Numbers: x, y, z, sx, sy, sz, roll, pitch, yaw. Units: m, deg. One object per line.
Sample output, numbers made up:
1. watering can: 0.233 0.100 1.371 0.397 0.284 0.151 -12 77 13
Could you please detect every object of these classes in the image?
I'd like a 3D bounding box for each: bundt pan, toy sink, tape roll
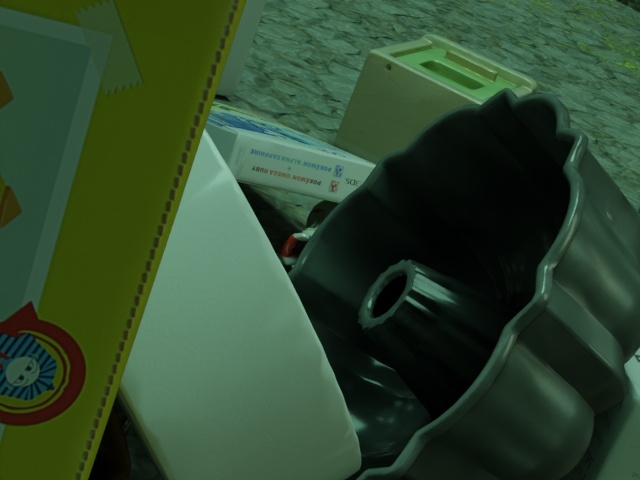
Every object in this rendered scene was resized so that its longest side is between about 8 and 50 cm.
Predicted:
1. bundt pan: 0.085 0.068 1.061 0.124 0.331 0.331 38 14 -22
2. toy sink: 0.146 -0.148 1.871 0.153 0.131 0.234 29 21 19
3. tape roll: -0.089 0.027 0.908 0.100 0.286 0.286 -29 37 -9

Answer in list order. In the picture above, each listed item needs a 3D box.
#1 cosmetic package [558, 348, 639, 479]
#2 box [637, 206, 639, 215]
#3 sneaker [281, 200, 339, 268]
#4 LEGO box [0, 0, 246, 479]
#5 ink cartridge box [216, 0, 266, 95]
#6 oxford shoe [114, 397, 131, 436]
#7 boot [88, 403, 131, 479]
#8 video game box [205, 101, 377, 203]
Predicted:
1. cosmetic package: 0.218 0.160 1.098 0.151 0.184 0.151 17 21 -15
2. box: 0.424 0.093 1.420 0.345 0.215 0.168 21 20 0
3. sneaker: 0.000 0.000 1.467 0.075 0.057 0.161 18 23 -22
4. LEGO box: -0.262 -0.008 0.620 0.372 0.500 0.193 14 22 -16
5. ink cartridge box: -0.245 -0.339 1.754 0.395 0.285 0.166 7 26 -31
6. oxford shoe: -0.261 -0.008 1.018 0.397 0.146 0.140 36 25 -16
7. boot: -0.238 0.043 0.838 0.220 0.283 0.109 6 48 38
8. video game box: -0.072 -0.089 1.499 0.187 0.048 0.205 14 9 -44
